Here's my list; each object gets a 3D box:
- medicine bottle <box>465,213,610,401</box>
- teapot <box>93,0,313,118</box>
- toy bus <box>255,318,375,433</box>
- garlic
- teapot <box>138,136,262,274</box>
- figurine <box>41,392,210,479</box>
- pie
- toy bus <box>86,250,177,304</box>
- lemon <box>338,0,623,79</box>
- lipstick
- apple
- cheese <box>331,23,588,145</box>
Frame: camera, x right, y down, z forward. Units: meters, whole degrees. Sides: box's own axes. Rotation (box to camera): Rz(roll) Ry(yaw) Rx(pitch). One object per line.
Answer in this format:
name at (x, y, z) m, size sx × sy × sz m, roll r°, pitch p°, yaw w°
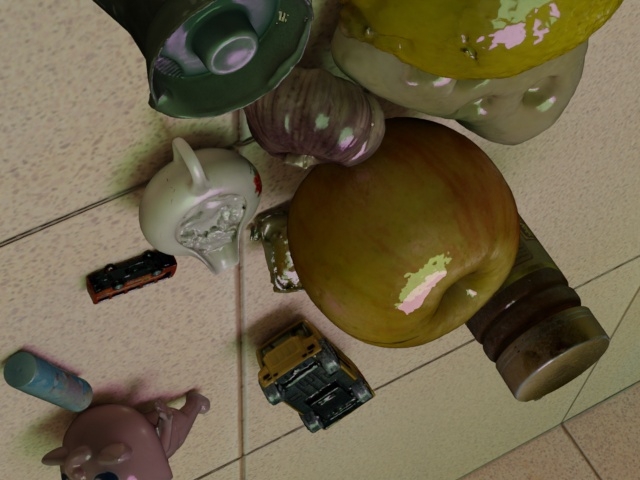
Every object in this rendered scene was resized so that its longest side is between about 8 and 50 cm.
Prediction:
medicine bottle at (0.249, 0.052, 1.685) m, size 0.151 × 0.322 × 0.151 m, roll -26°, pitch 154°, yaw -14°
teapot at (-0.101, -0.224, 0.901) m, size 0.203 × 0.225 × 0.171 m, roll -36°, pitch 156°, yaw 8°
toy bus at (-0.012, 0.211, 1.907) m, size 0.121 × 0.123 × 0.335 m, roll -33°, pitch 155°, yaw 4°
garlic at (-0.009, -0.126, 1.283) m, size 0.159 × 0.102 × 0.147 m, roll 21°, pitch 167°, yaw -41°
teapot at (-0.136, -0.049, 1.334) m, size 0.145 × 0.092 × 0.226 m, roll -31°, pitch 154°, yaw -9°
figurine at (-0.264, 0.320, 1.770) m, size 0.176 × 0.186 × 0.287 m, roll -13°, pitch 178°, yaw 18°
pie at (0.045, -0.015, 1.588) m, size 0.282 × 0.068 × 0.129 m, roll -17°, pitch 112°, yaw -16°
toy bus at (-0.229, 0.044, 1.465) m, size 0.110 × 0.031 × 0.043 m, roll -19°, pitch 154°, yaw -23°
lemon at (0.150, -0.275, 1.056) m, size 0.322 × 0.268 × 0.268 m, roll -34°, pitch 155°, yaw 6°
lipstick at (-0.349, 0.185, 1.559) m, size 0.048 × 0.048 × 0.158 m, roll -34°, pitch 155°, yaw 3°
apple at (0.094, -0.009, 1.423) m, size 0.286 × 0.233 × 0.286 m, roll -33°, pitch 154°, yaw -18°
cheese at (0.153, -0.205, 1.343) m, size 0.328 × 0.130 × 0.351 m, roll -22°, pitch 151°, yaw -23°
